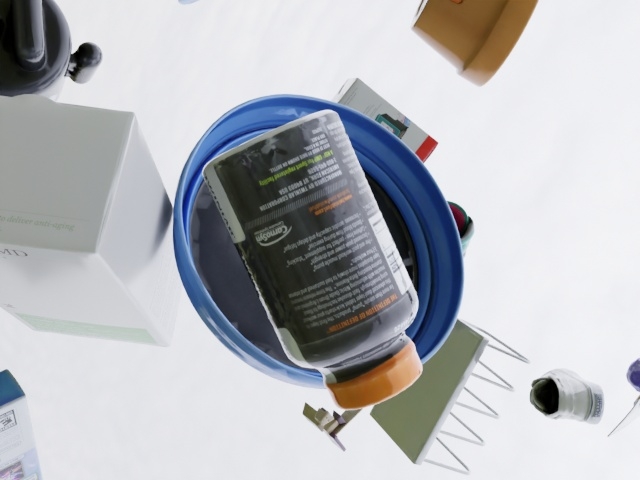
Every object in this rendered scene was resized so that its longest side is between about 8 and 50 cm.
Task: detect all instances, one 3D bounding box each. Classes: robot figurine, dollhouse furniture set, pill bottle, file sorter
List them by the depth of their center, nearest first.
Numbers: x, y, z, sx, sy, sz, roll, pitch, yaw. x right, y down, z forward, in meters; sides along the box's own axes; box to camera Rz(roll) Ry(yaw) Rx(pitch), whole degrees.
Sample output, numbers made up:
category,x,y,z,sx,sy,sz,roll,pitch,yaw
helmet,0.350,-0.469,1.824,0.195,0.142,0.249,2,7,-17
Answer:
category,x,y,z,sx,sy,sz,roll,pitch,yaw
pill bottle,0.003,0.022,0.638,0.130,0.130,0.245,-17,-82,52
robot figurine,-0.430,-0.247,0.983,0.173,0.209,0.278,-59,-163,-19
dollhouse furniture set,0.016,0.276,1.224,0.081,0.091,0.114,-43,-147,-16
file sorter,0.269,0.303,1.484,0.277,0.173,0.193,-63,-151,5

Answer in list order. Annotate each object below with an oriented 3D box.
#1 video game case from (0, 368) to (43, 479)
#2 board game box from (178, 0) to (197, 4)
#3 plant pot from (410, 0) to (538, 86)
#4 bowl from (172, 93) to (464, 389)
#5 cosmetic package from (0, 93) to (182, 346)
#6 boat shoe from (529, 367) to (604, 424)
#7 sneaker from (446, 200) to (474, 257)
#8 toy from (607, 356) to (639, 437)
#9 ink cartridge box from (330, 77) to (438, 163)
category,x,y,z,sx,sy,sz,roll,pitch,yaw
video game case,-0.485,0.309,0.886,0.061,0.270,0.244,40,-42,34
board game box,-0.207,-0.506,1.355,0.169,0.133,0.033,-33,-84,44
plant pot,0.333,-0.516,1.609,0.290,0.204,0.291,-64,-175,10
bowl,0.000,0.000,0.918,0.077,0.391,0.391,-42,-130,53
cosmetic package,-0.277,-0.003,0.816,0.365,0.197,0.155,89,8,-70
boat shoe,0.416,0.271,1.295,0.258,0.084,0.095,101,-4,-79
sneaker,0.239,-0.006,1.512,0.295,0.124,0.178,-96,-169,-67
toy,0.442,0.163,0.935,0.056,0.237,0.136,47,-56,34
ink cartridge box,0.125,-0.193,1.314,0.078,0.231,0.134,-52,-168,7
